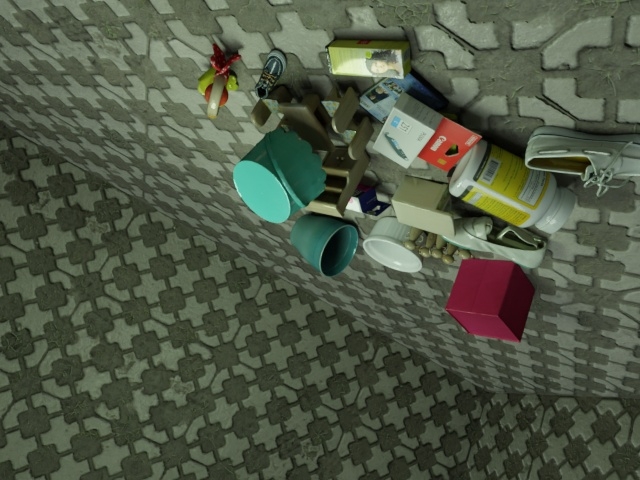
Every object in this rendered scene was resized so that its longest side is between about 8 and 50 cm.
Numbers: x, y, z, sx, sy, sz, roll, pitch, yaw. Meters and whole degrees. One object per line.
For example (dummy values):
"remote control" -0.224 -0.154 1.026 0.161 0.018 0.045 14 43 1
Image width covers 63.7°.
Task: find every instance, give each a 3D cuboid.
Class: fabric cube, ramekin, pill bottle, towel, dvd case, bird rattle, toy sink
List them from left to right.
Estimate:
"bird rattle" -0.334 -0.520 1.738 0.143 0.207 0.253 14 173 -21
"ramekin" 0.339 0.014 2.272 0.277 0.135 0.277 23 160 9
"dvd case" 0.240 -0.418 1.552 0.180 0.022 0.253 33 157 -20
"toy sink" 0.403 -0.128 1.890 0.234 0.131 0.153 19 158 29
"towel" 0.372 -0.320 1.597 0.102 0.021 0.237 15 162 20
"fabric cube" 0.734 0.255 2.224 0.259 0.258 0.254 3 150 45
"pill bottle" 0.576 -0.155 1.552 0.333 0.188 0.188 26 159 0

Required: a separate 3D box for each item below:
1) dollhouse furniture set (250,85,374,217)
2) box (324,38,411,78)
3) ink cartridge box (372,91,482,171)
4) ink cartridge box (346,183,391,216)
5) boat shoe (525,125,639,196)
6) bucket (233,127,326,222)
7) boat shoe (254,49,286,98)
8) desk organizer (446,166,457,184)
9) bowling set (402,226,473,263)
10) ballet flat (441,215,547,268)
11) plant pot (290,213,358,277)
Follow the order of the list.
"dollhouse furniture set" -0.018 -0.301 1.763 0.362 0.257 0.394 14 158 36
"box" 0.129 -0.500 1.413 0.232 0.058 0.087 14 138 30
"ink cartridge box" 0.313 -0.300 1.578 0.261 0.066 0.296 30 166 1
"ink cartridge box" 0.087 -0.187 2.050 0.370 0.175 0.069 19 117 21
"boat shoe" 0.721 -0.194 1.343 0.366 0.157 0.136 17 157 23
"bucket" -0.138 -0.206 1.695 0.281 0.183 0.281 27 143 23
"boat shoe" -0.163 -0.529 1.661 0.065 0.083 0.183 28 158 -7
"desk organizer" 0.493 -0.208 1.719 0.130 0.047 0.050 13 157 30
"bowling set" 0.500 0.036 2.122 0.286 0.154 0.200 16 156 25
"ballet flat" 0.645 -0.019 1.908 0.400 0.139 0.139 20 158 4
"plant pot" 0.000 0.000 2.486 0.255 0.272 0.272 30 164 34
